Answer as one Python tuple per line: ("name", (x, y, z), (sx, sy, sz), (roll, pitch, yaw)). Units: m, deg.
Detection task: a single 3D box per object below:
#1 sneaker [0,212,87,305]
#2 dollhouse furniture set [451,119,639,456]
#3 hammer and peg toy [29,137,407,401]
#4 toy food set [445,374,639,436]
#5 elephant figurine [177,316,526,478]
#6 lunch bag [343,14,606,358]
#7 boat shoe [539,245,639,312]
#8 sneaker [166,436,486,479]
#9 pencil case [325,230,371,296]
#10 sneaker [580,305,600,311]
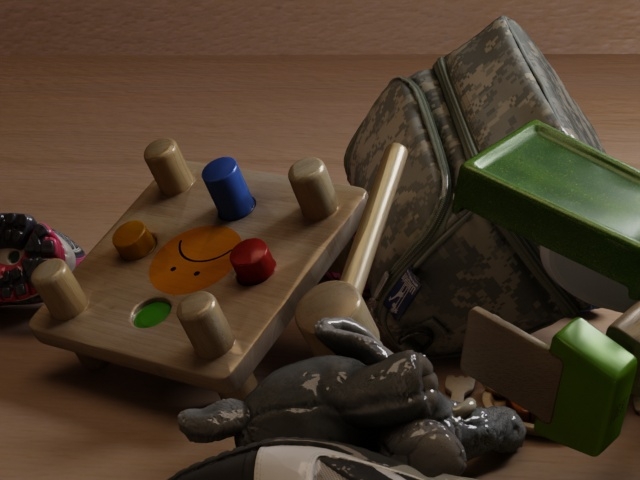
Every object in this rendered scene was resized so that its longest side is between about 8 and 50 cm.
("sneaker", (-0.398, 0.033, 1.449), (0.299, 0.120, 0.112), (4, -11, 21))
("dollhouse furniture set", (0.243, -0.002, 1.030), (0.151, 0.197, 0.301), (29, 42, 31))
("hammer and peg toy", (-0.067, 0.029, 1.225), (0.361, 0.127, 0.266), (9, 48, 34))
("toy food set", (0.202, 0.131, 1.151), (0.192, 0.038, 0.132), (1, 18, 9))
("elephant figurine", (0.038, 0.142, 0.998), (0.169, 0.186, 0.239), (-33, 0, 13))
("lunch bag", (0.154, -0.042, 1.320), (0.256, 0.212, 0.305), (-33, 34, 16))
("boat shoe", (0.301, 0.003, 1.159), (0.268, 0.096, 0.088), (-4, 14, -21))
("sneaker", (0.033, 0.204, 0.795), (0.331, 0.122, 0.146), (1, 16, 12))
("pencil case", (0.000, 0.000, 1.513), (0.098, 0.095, 0.209), (24, -1, -37))
("sneaker", (0.261, 0.017, 1.449), (0.087, 0.083, 0.221), (-1, 19, -25))
